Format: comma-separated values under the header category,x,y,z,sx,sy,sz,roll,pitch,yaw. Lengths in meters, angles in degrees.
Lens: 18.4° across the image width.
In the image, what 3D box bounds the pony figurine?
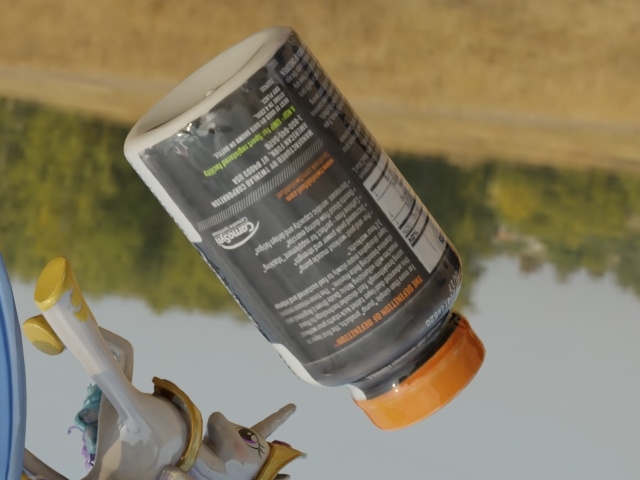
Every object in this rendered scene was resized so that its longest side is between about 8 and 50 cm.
category,x,y,z,sx,sy,sz,roll,pitch,yaw
pony figurine,-0.178,0.241,1.801,0.303,0.351,0.363,-10,142,46

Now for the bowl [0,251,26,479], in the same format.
category,x,y,z,sx,sy,sz,roll,pitch,yaw
bowl,-0.306,0.065,0.715,0.391,0.391,0.077,8,162,-13

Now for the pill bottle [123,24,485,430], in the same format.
category,x,y,z,sx,sy,sz,roll,pitch,yaw
pill bottle,0.000,0.000,1.213,0.245,0.130,0.130,53,167,-14
